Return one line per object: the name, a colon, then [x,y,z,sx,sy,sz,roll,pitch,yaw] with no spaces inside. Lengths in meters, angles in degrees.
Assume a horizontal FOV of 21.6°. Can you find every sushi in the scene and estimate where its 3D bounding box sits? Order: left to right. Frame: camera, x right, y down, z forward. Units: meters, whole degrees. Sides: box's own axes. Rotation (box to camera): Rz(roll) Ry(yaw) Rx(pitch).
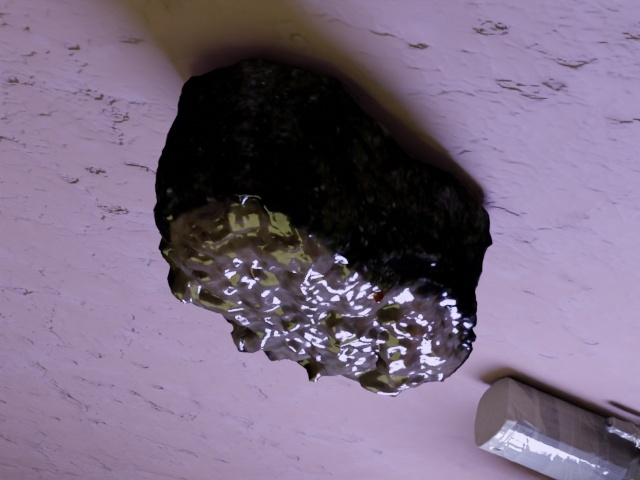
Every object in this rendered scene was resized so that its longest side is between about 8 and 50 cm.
sushi: [0.000,0.000,1.367,0.211,0.171,0.350,0,154,31]

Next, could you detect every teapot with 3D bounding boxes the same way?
teapot: [0.278,0.212,1.820,0.200,0.077,0.107,23,137,-18]
